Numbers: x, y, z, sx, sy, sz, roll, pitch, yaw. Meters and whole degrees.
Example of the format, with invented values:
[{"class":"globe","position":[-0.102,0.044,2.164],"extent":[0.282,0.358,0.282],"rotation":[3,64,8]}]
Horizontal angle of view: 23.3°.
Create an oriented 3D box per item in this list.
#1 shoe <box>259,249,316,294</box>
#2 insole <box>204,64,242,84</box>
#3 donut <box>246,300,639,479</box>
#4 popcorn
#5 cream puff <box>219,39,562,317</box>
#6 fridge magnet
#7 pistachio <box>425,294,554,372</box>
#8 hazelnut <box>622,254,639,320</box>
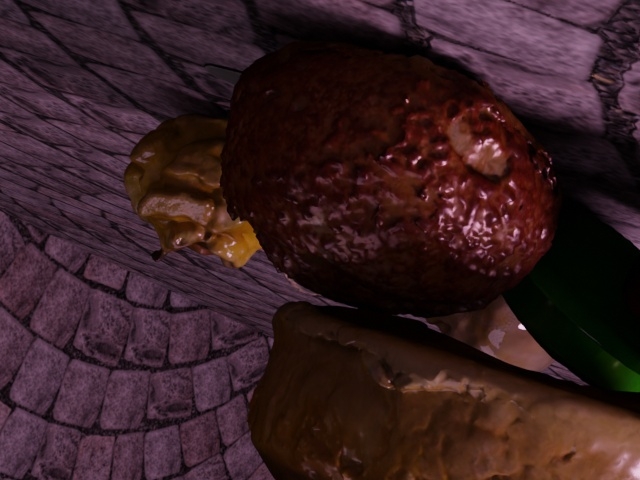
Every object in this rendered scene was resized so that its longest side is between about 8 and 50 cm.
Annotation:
[{"class":"shoe","position":[0.000,0.000,1.616],"extent":[0.092,0.089,0.180],"rotation":[11,160,39]},{"class":"insole","position":[-0.021,-0.110,1.222],"extent":[0.153,0.002,0.053],"rotation":[21,171,-1]},{"class":"donut","position":[0.108,0.150,1.047],"extent":[0.330,0.160,0.330],"rotation":[18,180,0]},{"class":"popcorn","position":[-0.095,-0.047,1.380],"extent":[0.167,0.152,0.148],"rotation":[21,-167,15]},{"class":"cream puff","position":[0.038,-0.035,1.049],"extent":[0.240,0.164,0.240],"rotation":[23,177,1]},{"class":"fridge magnet","position":[0.212,0.045,1.173],"extent":[0.208,0.088,0.208],"rotation":[36,-160,-15]},{"class":"pistachio","position":[0.169,0.058,1.402],"extent":[0.153,0.137,0.238],"rotation":[-14,171,0]},{"class":"hazelnut","position":[0.294,0.064,1.037],"extent":[0.202,0.160,0.170],"rotation":[11,176,-23]}]
